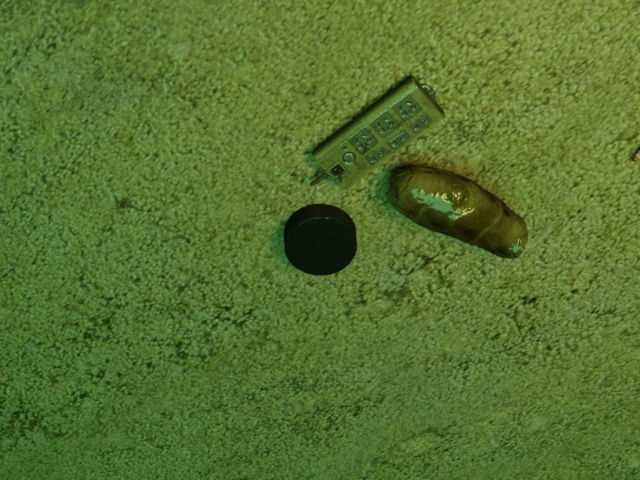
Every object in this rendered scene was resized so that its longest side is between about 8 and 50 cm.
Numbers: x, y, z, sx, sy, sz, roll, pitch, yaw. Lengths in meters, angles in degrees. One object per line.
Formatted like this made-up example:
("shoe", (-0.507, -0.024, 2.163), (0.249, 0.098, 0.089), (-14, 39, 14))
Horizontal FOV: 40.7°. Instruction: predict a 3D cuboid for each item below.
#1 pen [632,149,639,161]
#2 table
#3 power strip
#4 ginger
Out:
("pen", (0.607, -0.209, 1.447), (0.026, 0.026, 0.218), (31, 119, -22))
("table", (0.000, 0.000, 1.569), (0.133, 0.043, 0.134), (-1, 126, -2))
("power strip", (0.084, -0.169, 1.455), (0.268, 0.034, 0.092), (-35, 120, 21))
("ginger", (0.239, -0.053, 1.498), (0.262, 0.109, 0.116), (25, 119, -19))
